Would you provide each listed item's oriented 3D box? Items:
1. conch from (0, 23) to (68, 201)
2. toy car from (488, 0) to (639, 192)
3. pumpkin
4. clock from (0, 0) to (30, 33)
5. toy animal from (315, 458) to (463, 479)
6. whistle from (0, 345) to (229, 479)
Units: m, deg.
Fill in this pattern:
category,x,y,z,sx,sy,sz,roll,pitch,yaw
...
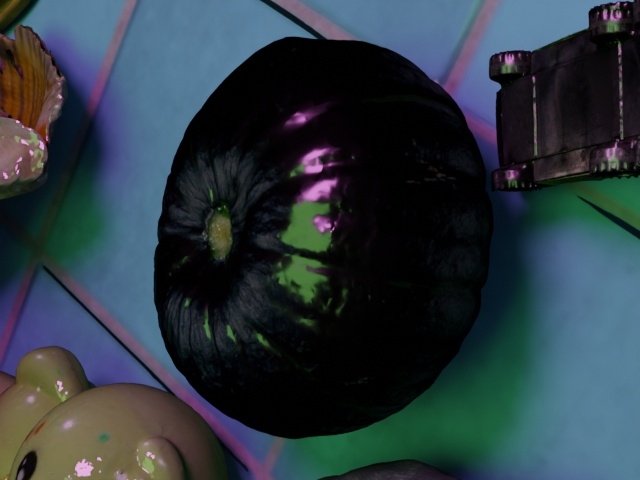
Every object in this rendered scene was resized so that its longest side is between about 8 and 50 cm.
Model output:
category,x,y,z,sx,sy,sz,roll,pitch,yaw
conch,-0.261,-0.075,0.782,0.245,0.163,0.178,6,73,33
toy car,0.131,-0.059,0.510,0.165,0.062,0.071,171,100,-69
pumpkin,0.000,0.000,0.584,0.202,0.140,0.202,-11,76,53
clock,-0.272,-0.262,0.847,0.237,0.057,0.237,1,92,37
toy animal,0.080,0.177,0.559,0.269,0.082,0.137,-4,89,39
whistle,-0.170,0.142,0.726,0.294,0.141,0.141,8,96,39
